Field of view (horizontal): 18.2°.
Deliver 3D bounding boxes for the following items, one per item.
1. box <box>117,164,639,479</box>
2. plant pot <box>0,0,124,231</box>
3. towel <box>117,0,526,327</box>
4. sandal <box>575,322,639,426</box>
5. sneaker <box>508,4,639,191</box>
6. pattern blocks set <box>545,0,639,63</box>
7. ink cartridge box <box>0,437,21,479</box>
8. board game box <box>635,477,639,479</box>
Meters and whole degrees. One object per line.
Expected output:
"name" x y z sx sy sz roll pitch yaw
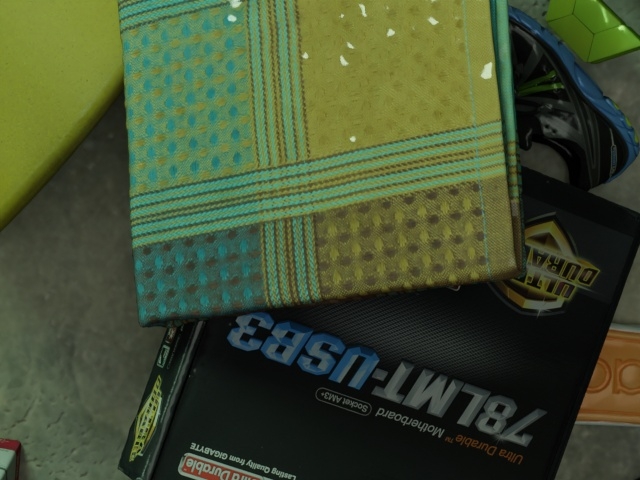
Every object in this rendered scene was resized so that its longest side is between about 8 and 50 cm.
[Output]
"box" 0.046 0.070 1.380 0.296 0.073 0.293 21 87 -21
"plant pot" -0.231 -0.137 1.401 0.187 0.212 0.212 -40 96 -10
"towel" -0.008 -0.140 1.285 0.271 0.040 0.370 -8 79 22
"sandal" 0.182 0.101 1.499 0.265 0.076 0.102 0 97 -2
"sneaker" 0.155 -0.110 1.477 0.078 0.067 0.188 -45 99 -3
"pattern blocks set" 0.267 -0.244 1.410 0.325 0.026 0.285 42 110 20
"ink cartridge box" -0.282 0.185 1.455 0.109 0.150 0.063 8 97 -3
"board game box" 0.364 0.234 1.530 0.194 0.060 0.194 -28 98 1
